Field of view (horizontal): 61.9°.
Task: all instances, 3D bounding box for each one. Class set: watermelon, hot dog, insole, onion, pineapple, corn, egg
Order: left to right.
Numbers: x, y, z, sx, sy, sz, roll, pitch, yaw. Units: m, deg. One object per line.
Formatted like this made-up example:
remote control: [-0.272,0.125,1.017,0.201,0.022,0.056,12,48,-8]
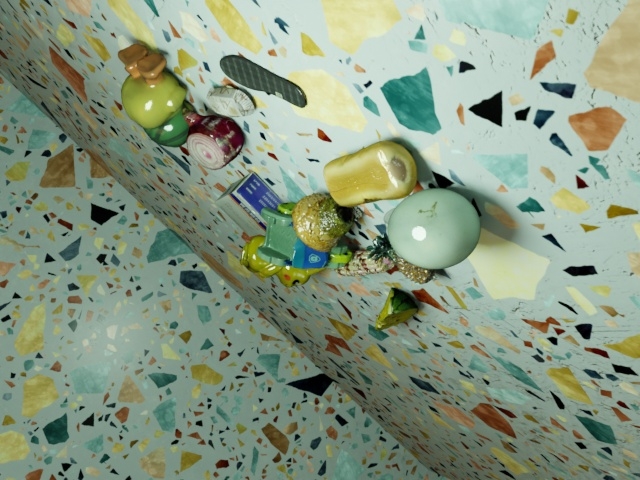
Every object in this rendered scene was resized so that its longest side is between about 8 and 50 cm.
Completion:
onion: [-0.350,-0.341,1.696,0.195,0.140,0.218,0,134,54]
hot dog: [-0.259,-0.400,1.544,0.192,0.053,0.099,14,147,45]
insole: [-0.155,-0.415,1.391,0.309,0.012,0.110,31,155,25]
corn: [0.134,0.071,1.735,0.092,0.092,0.280,48,156,-17]
watermelon: [0.251,0.241,1.811,0.123,0.129,0.301,40,164,11]
pineapple: [0.236,0.059,1.523,0.221,0.103,0.083,31,157,23]
egg: [0.251,-0.026,1.220,0.183,0.183,0.264,47,164,-15]

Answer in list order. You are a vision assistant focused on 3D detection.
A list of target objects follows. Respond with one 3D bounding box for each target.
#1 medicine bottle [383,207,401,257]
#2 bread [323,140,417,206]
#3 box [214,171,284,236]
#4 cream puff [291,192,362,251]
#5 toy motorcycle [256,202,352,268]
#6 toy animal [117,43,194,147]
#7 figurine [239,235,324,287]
medicine bottle: [0.220,-0.021,1.423,0.080,0.080,0.130,20,149,44]
bread: [0.118,-0.161,1.306,0.305,0.091,0.142,-3,112,61]
box: [-0.261,-0.127,2.002,0.200,0.106,0.299,45,160,-16]
cream puff: [0.032,-0.068,1.585,0.169,0.183,0.183,-22,117,41]
toy motorcycle: [-0.068,0.014,1.742,0.326,0.200,0.191,25,116,37]
toy animal: [-0.535,-0.443,1.736,0.216,0.191,0.338,29,156,28]
figurine: [-0.149,0.084,2.078,0.327,0.169,0.218,25,168,-10]
